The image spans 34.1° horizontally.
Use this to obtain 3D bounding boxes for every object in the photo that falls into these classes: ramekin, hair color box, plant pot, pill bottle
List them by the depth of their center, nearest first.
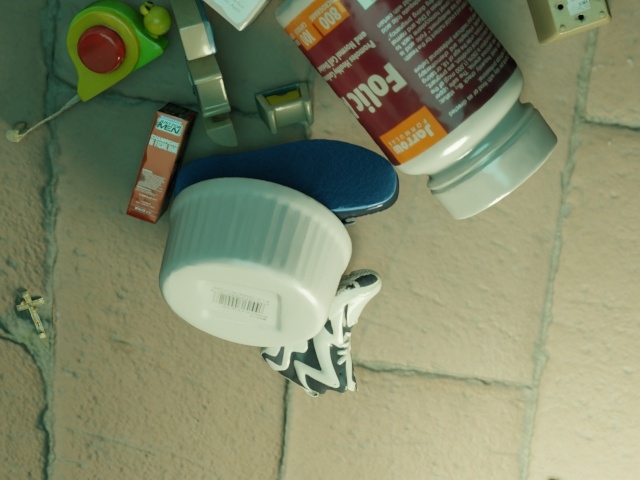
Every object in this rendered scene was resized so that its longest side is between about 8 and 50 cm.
[{"bbox_3d":[0.139,-0.235,1.463,0.224,0.224,0.392,-38,99,12],"label":"pill bottle"},{"bbox_3d":[0.356,-0.343,1.486,0.109,0.096,0.109,-18,102,8],"label":"plant pot"},{"bbox_3d":[-0.101,0.042,1.523,0.277,0.135,0.277,9,147,6],"label":"ramekin"},{"bbox_3d":[-0.240,-0.118,1.587,0.053,0.093,0.167,18,106,-2],"label":"hair color box"}]

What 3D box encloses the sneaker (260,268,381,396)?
[{"bbox_3d":[0.035,0.160,1.644,0.235,0.094,0.153,-40,100,13],"label":"sneaker"}]

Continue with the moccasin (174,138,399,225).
[{"bbox_3d":[-0.045,-0.080,1.574,0.342,0.117,0.137,3,66,16],"label":"moccasin"}]

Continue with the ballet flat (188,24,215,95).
[{"bbox_3d":[-0.182,-0.270,1.573,0.041,0.041,0.114,2,104,3],"label":"ballet flat"}]

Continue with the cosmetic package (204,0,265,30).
[{"bbox_3d":[-0.105,-0.417,1.468,0.151,0.151,0.183,40,104,-7],"label":"cosmetic package"}]

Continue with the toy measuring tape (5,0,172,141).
[{"bbox_3d":[-0.364,-0.267,1.553,0.330,0.121,0.121,-27,102,20],"label":"toy measuring tape"}]

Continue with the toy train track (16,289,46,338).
[{"bbox_3d":[-0.469,0.122,1.708,0.048,0.014,0.083,-17,104,8],"label":"toy train track"}]

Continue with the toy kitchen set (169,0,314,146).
[{"bbox_3d":[-0.111,-0.264,1.523,0.166,0.122,0.207,-16,129,-5],"label":"toy kitchen set"}]
